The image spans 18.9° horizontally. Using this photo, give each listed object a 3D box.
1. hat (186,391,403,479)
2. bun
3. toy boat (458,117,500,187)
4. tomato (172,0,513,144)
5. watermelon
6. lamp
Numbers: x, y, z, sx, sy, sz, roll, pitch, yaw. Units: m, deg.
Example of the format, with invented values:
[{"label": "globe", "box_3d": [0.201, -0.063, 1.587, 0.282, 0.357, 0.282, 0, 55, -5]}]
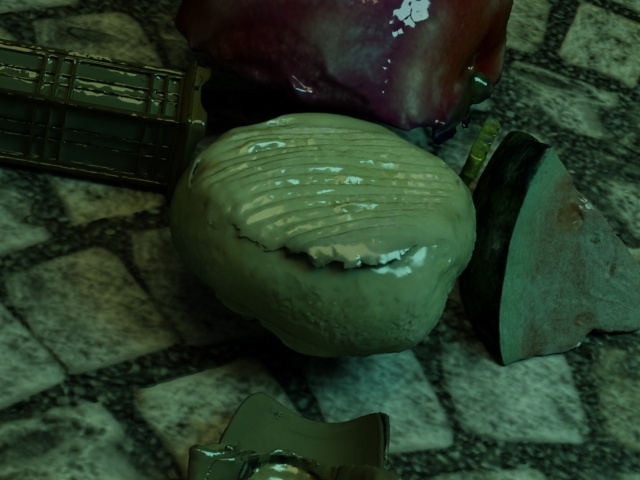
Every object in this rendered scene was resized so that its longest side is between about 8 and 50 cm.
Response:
[{"label": "hat", "box_3d": [-0.009, 0.172, 1.355, 0.147, 0.085, 0.175, 9, 17, 9]}, {"label": "bun", "box_3d": [0.000, 0.000, 1.481, 0.239, 0.141, 0.239, 8, 30, -5]}, {"label": "toy boat", "box_3d": [0.116, -0.043, 1.586, 0.016, 0.115, 0.063, 27, 43, 4]}, {"label": "tomato", "box_3d": [0.027, -0.227, 1.657, 0.289, 0.176, 0.335, 18, 23, 15]}, {"label": "watermelon", "box_3d": [0.180, 0.015, 1.600, 0.202, 0.136, 0.207, 53, 10, -12]}, {"label": "lamp", "box_3d": [-0.257, -0.115, 1.570, 0.325, 0.090, 0.089, 10, 41, -8]}]
